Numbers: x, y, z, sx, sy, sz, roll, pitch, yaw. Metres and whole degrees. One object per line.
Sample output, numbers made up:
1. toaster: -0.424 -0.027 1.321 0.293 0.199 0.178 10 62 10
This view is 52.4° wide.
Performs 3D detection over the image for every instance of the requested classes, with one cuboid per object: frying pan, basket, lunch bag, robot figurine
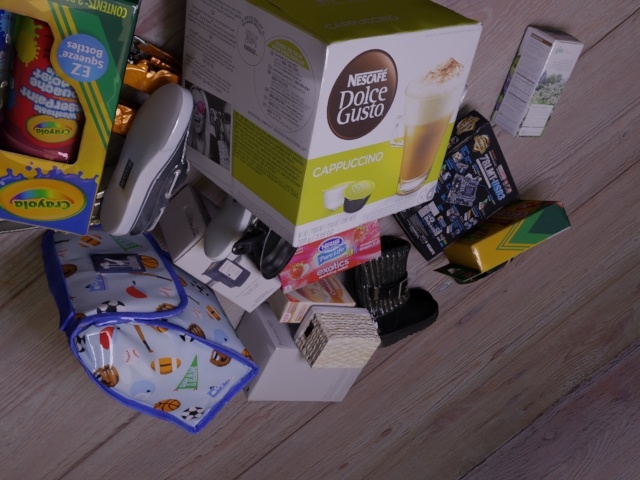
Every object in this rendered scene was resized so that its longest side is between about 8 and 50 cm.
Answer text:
1. frying pan: -0.105 0.012 1.249 0.326 0.053 0.197 -43 152 -51
2. basket: 0.043 0.228 1.511 0.167 0.103 0.113 6 127 -34
3. lunch bag: -0.347 0.145 1.264 0.239 0.328 0.385 -47 132 5
4. robot figurine: -0.339 -0.259 1.114 0.291 0.085 0.211 18 114 -39

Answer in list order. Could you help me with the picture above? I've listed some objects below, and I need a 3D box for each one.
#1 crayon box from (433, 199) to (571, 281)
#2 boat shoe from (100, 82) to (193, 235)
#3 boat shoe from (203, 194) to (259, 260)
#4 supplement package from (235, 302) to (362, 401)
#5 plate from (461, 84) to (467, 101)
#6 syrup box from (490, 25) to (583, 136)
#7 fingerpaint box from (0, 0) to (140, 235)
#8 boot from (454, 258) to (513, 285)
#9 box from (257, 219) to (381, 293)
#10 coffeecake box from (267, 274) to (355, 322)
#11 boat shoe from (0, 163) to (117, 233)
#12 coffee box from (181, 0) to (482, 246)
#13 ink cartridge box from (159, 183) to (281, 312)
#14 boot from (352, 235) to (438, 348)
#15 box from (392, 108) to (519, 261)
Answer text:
1. crayon box: 0.453 -0.006 1.690 0.319 0.202 0.081 -26 100 -10
2. boat shoe: -0.279 -0.130 1.128 0.102 0.108 0.301 4 124 -48
3. boat shoe: -0.143 -0.051 1.220 0.070 0.078 0.219 48 60 -48
4. supplement package: -0.057 0.285 1.649 0.293 0.177 0.175 10 120 -36
5. plate: 0.175 -0.230 1.319 0.045 0.277 0.278 22 114 -17
6. syrup box: 0.497 -0.364 1.505 0.093 0.096 0.236 -5 127 -29
7. fingerpaint box: -0.511 -0.236 0.906 0.445 0.163 0.371 13 119 -20
8. boot: 0.410 0.084 1.766 0.137 0.077 0.198 -27 169 -43
9. box: 0.000 0.000 1.490 0.257 0.122 0.128 -20 132 -15
10. coffeecake box: -0.034 0.128 1.559 0.186 0.142 0.068 5 123 -33
11. boat shoe: -0.453 -0.060 1.191 0.305 0.109 0.091 -18 127 -22
12. coffee box: 0.000 -0.248 1.092 0.338 0.338 0.334 -20 135 -38
13. ink cartridge box: -0.210 0.018 1.349 0.100 0.172 0.237 -41 134 8
14. boot: 0.201 0.111 1.696 0.348 0.131 0.260 -18 107 -54
15. box: 0.313 -0.121 1.573 0.293 0.073 0.295 -38 138 4
